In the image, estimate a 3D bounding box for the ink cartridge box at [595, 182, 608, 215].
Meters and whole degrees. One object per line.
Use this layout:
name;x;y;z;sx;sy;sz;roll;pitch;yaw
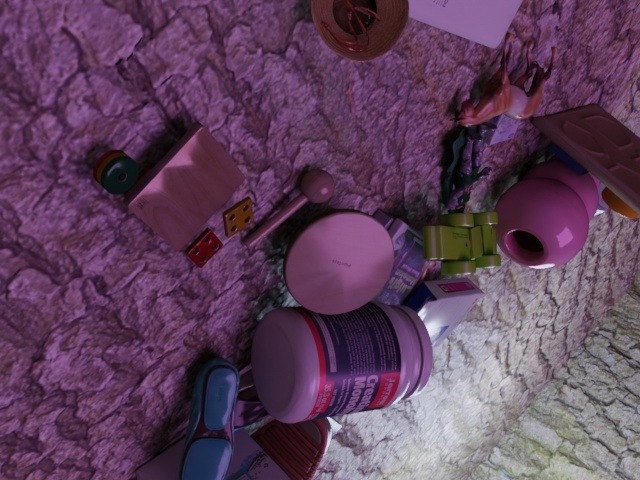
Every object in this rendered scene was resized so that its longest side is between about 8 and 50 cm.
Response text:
ink cartridge box;0.666;-0.140;2.012;0.232;0.066;0.189;-60;-168;-26

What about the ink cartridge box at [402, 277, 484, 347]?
ink cartridge box;0.225;0.167;1.742;0.175;0.069;0.371;-52;159;18

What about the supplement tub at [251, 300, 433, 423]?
supplement tub;0.036;0.202;1.390;0.272;0.191;0.191;-1;125;-32

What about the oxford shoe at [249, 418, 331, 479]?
oxford shoe;-0.076;0.435;1.595;0.146;0.140;0.397;-26;159;-49

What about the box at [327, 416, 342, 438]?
box;-0.020;0.416;1.752;0.109;0.042;0.178;-48;149;-6

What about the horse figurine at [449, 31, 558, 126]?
horse figurine;0.353;-0.283;1.484;0.263;0.066;0.174;-5;116;-49

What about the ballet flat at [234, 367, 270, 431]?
ballet flat;-0.074;0.262;1.468;0.280;0.095;0.096;-16;122;-46

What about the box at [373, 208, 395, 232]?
box;0.083;0.047;1.502;0.186;0.038;0.145;-49;149;-3

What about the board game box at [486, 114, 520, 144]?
board game box;0.367;-0.238;1.602;0.090;0.020;0.090;-19;136;-43

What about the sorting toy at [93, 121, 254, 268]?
sorting toy;-0.172;-0.068;1.019;0.132;0.046;0.274;-48;149;-7

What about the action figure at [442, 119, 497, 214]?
action figure;0.283;-0.128;1.571;0.137;0.063;0.232;-36;150;-31

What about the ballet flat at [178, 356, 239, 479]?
ballet flat;-0.181;0.307;1.328;0.083;0.087;0.247;10;97;-16

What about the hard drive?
hard drive;0.232;-0.410;1.212;0.307;0.040;0.203;-3;125;-53

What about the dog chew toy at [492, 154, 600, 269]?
dog chew toy;0.524;-0.087;1.814;0.332;0.207;0.206;-48;153;-34

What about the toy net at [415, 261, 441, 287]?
toy net;0.191;0.049;1.650;0.232;0.045;0.122;-39;145;-24

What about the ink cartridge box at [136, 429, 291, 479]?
ink cartridge box;-0.159;0.485;1.407;0.197;0.270;0.198;-29;143;-31

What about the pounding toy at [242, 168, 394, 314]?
pounding toy;0.000;0.000;1.302;0.183;0.110;0.237;-42;121;4

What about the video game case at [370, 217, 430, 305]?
video game case;0.138;0.059;1.521;0.173;0.022;0.190;-56;149;3

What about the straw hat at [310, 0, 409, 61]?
straw hat;0.039;-0.294;1.047;0.144;0.144;0.061;-42;-171;-17

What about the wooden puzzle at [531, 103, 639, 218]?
wooden puzzle;0.642;-0.165;1.766;0.348;0.322;0.080;-15;145;-47

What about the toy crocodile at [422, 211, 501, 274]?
toy crocodile;0.271;0.005;1.570;0.340;0.105;0.115;-5;90;-58
